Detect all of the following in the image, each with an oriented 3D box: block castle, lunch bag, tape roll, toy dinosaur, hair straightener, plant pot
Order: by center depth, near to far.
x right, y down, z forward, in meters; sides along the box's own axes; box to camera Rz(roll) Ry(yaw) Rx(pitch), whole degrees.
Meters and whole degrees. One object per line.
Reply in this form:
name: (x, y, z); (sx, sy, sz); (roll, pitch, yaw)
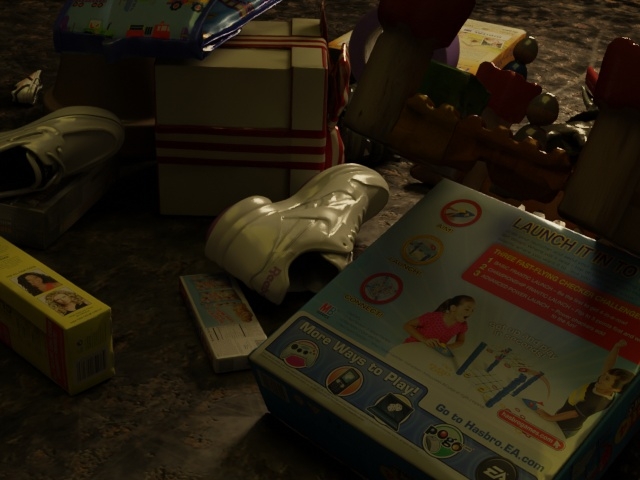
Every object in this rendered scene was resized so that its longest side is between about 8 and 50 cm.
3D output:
block castle: (0.243, -0.133, 1.034); (0.303, 0.213, 0.453); (26, 5, 22)
lunch bag: (-0.204, -0.326, 1.329); (0.221, 0.138, 0.293); (9, 43, 22)
plant pot: (-0.307, -0.282, 1.578); (0.263, 0.229, 0.263); (3, 26, -2)
toy dinosaur: (0.413, -0.151, 1.604); (0.313, 0.121, 0.160); (-25, 27, -37)
tape roll: (0.151, -0.342, 1.814); (0.189, 0.189, 0.080); (15, 29, 19)
hair straightener: (0.576, -0.276, 1.912); (0.089, 0.047, 0.230); (3, 27, -4)

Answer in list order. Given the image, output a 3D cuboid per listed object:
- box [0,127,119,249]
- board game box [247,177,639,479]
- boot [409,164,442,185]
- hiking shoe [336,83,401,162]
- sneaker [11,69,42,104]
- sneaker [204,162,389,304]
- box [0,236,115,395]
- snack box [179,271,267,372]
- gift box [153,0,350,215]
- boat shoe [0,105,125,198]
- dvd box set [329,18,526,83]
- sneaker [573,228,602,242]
box: (-0.400, -0.076, 1.346); (0.183, 0.056, 0.231); (11, 28, 9)
board game box: (0.147, 0.105, 0.940); (0.308, 0.086, 0.302); (28, 56, 37)
boot: (0.178, -0.074, 1.470); (0.106, 0.037, 0.114); (7, 32, 9)
hiking shoe: (0.082, -0.180, 1.627); (0.114, 0.086, 0.227); (17, 32, -5)
sneaker: (-0.501, -0.265, 1.715); (0.044, 0.040, 0.109); (1, 27, -4)
sneaker: (0.000, 0.000, 1.246); (0.152, 0.114, 0.305); (41, 41, 22)
box: (-0.308, 0.069, 1.050); (0.232, 0.087, 0.058); (27, 37, 34)
snack box: (-0.108, 0.087, 1.116); (0.064, 0.022, 0.178); (-6, 29, -19)
gift box: (-0.090, -0.193, 1.414); (0.258, 0.255, 0.276); (2, 33, -1)
boat shoe: (-0.358, -0.096, 1.249); (0.258, 0.095, 0.084); (-21, 41, -24)
dvd box set: (0.222, -0.389, 2.059); (0.308, 0.062, 0.420); (15, 28, 19)
sneaker: (0.441, -0.035, 1.404); (0.281, 0.105, 0.115); (-20, 2, -32)
